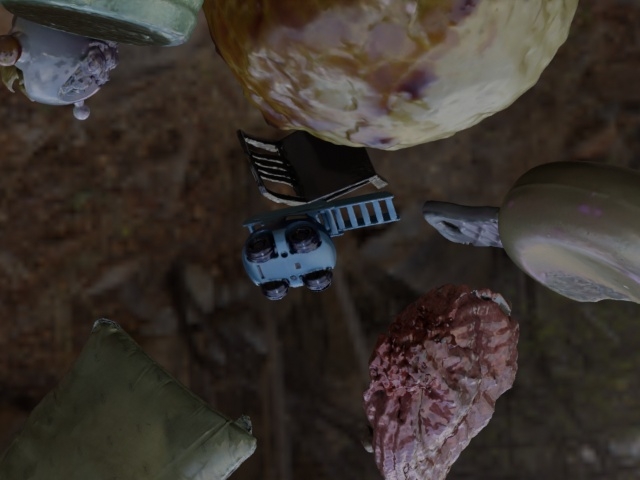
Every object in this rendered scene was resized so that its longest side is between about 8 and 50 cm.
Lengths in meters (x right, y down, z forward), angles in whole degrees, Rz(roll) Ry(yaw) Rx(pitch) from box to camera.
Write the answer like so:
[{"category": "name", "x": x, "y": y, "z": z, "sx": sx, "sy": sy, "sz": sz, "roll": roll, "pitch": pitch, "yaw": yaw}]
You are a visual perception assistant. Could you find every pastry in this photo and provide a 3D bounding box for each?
[{"category": "pastry", "x": 0.049, "y": -0.270, "z": 1.611, "sx": 0.388, "sy": 0.388, "sz": 0.312, "roll": -7, "pitch": -178, "yaw": 26}]

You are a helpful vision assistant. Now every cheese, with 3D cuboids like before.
[{"category": "cheese", "x": 0.197, "y": -0.006, "z": 1.409, "sx": 0.163, "sy": 0.082, "sz": 0.286, "roll": 40, "pitch": 160, "yaw": -34}]

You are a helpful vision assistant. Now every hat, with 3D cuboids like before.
[{"category": "hat", "x": 0.108, "y": 0.133, "z": 1.696, "sx": 0.107, "sy": 0.236, "sz": 0.286, "roll": 18, "pitch": 170, "yaw": 23}]

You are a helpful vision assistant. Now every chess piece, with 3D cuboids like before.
[{"category": "chess piece", "x": -0.127, "y": -0.273, "z": 1.138, "sx": 0.139, "sy": 0.271, "sz": 0.139, "roll": 10, "pitch": 178, "yaw": 0}]

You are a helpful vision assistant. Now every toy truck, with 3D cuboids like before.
[{"category": "toy truck", "x": 0.000, "y": 0.000, "z": 1.473, "sx": 0.136, "sy": 0.074, "sz": 0.063, "roll": -10, "pitch": 128, "yaw": 10}]

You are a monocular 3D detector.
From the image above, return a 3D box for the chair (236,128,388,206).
[{"category": "chair", "x": -0.006, "y": -0.086, "z": 1.748, "sx": 0.101, "sy": 0.084, "sz": 0.212, "roll": -25, "pitch": 168, "yaw": 8}]

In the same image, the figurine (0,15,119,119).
[{"category": "figurine", "x": -0.288, "y": -0.274, "z": 2.041, "sx": 0.274, "sy": 0.133, "sz": 0.194, "roll": -55, "pitch": 169, "yaw": 28}]

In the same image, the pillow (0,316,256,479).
[{"category": "pillow", "x": -0.212, "y": 0.230, "z": 1.515, "sx": 0.185, "sy": 0.302, "sz": 0.075, "roll": 39, "pitch": 177, "yaw": 4}]
